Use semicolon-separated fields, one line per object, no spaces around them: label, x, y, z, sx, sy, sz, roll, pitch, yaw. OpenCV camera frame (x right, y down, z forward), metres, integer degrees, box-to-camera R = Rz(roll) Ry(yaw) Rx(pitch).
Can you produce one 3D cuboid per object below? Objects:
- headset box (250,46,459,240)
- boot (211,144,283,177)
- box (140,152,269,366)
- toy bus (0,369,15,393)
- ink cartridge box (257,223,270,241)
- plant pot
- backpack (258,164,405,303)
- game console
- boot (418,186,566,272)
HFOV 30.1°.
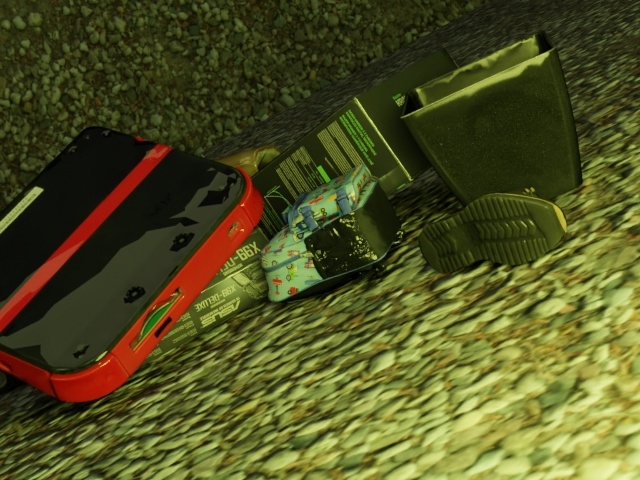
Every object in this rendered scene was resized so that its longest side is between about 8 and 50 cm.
headset box;0.069;-0.123;1.634;0.283;0.131;0.246;-35;0;41
boot;-0.170;-0.097;2.025;0.269;0.089;0.236;-14;3;24
box;-0.233;0.037;1.588;0.307;0.077;0.242;-29;48;-13
toy bus;-0.387;0.109;1.767;0.332;0.130;0.108;-24;12;11
ink cartridge box;-0.056;-0.056;1.946;0.330;0.071;0.324;-29;12;-23
plant pot;0.218;-0.128;1.414;0.188;0.167;0.187;-24;12;12
backpack;0.000;0.000;1.456;0.173;0.117;0.158;-25;10;20
game console;-0.295;0.016;1.541;0.342;0.060;0.386;17;54;34
boot;0.210;-0.031;1.253;0.137;0.077;0.198;-28;11;-34
